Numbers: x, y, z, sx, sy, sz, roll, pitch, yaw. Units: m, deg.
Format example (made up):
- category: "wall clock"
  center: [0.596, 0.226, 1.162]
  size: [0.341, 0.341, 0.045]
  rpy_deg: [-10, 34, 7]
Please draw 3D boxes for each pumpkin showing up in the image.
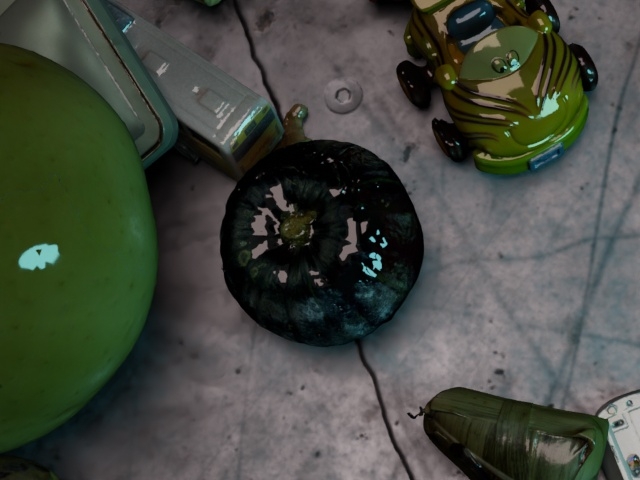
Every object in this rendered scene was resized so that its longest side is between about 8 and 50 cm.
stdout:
- category: "pumpkin"
  center: [0.000, 0.000, 1.714]
  size: [0.233, 0.163, 0.233]
  rpy_deg: [-6, 74, 20]

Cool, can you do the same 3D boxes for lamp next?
- category: "lamp"
  center: [-0.314, -0.159, 1.793]
  size: [0.269, 0.047, 0.266]
  rpy_deg: [-36, 82, 32]

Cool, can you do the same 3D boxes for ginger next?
- category: "ginger"
  center: [-0.032, -0.116, 1.830]
  size: [0.048, 0.030, 0.097]
  rpy_deg: [21, 78, 18]

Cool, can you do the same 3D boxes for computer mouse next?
- category: "computer mouse"
  center: [0.356, 0.252, 1.629]
  size: [0.102, 0.045, 0.199]
  rpy_deg: [-22, 67, 4]

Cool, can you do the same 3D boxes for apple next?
- category: "apple"
  center: [-0.403, 0.015, 1.617]
  size: [0.474, 0.473, 0.473]
  rpy_deg: [-3, 71, 9]

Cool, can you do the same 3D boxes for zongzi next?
- category: "zongzi"
  center: [0.188, 0.266, 1.646]
  size: [0.205, 0.094, 0.204]
  rpy_deg: [11, 99, 23]

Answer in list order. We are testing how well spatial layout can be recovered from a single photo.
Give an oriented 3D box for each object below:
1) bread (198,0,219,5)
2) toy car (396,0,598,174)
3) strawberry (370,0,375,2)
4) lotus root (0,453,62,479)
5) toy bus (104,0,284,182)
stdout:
- category: "bread"
  center: [-0.105, -0.424, 1.884]
  size: [0.119, 0.152, 0.288]
  rpy_deg: [36, 81, 13]
- category: "toy car"
  center: [0.195, -0.204, 1.759]
  size: [0.200, 0.142, 0.248]
  rpy_deg: [-32, 67, -1]
- category: "strawberry"
  center: [0.128, -0.394, 1.842]
  size: [0.178, 0.234, 0.234]
  rpy_deg: [-8, 67, -26]
- category: "lotus root"
  center: [-0.412, 0.320, 1.675]
  size: [0.291, 0.193, 0.193]
  rpy_deg: [-7, 71, 7]
- category: "toy bus"
  center: [-0.203, -0.195, 1.830]
  size: [0.342, 0.138, 0.097]
  rpy_deg: [35, 81, 18]
